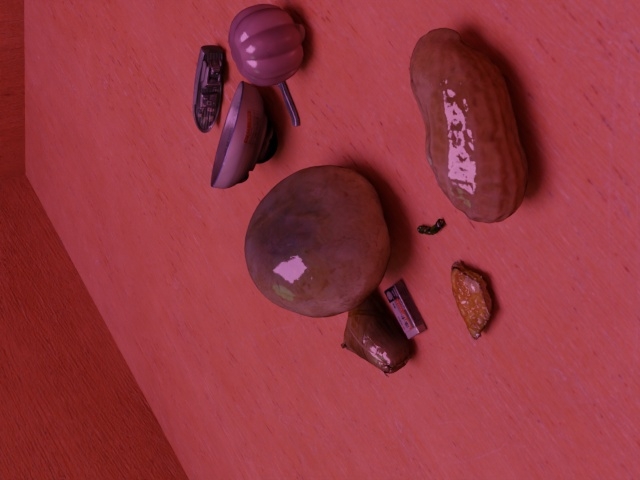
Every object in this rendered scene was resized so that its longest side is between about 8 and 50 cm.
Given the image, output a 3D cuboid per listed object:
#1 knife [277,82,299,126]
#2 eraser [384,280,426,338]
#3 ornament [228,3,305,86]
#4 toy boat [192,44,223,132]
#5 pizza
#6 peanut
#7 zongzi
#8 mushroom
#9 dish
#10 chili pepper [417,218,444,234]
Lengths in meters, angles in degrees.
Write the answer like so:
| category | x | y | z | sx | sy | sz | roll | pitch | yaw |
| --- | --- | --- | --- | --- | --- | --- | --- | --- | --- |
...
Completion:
| category | x | y | z | sx | sy | sz | roll | pitch | yaw |
| --- | --- | --- | --- | --- | --- | --- | --- | --- | --- |
| knife | -0.092 | -0.369 | 1.951 | 0.028 | 0.015 | 0.210 | -19 | 92 | 65 |
| eraser | 0.186 | 0.153 | 1.812 | 0.122 | 0.029 | 0.052 | 63 | 149 | 10 |
| ornament | -0.114 | -0.435 | 1.823 | 0.177 | 0.177 | 0.177 | 35 | 136 | 43 |
| toy boat | -0.301 | -0.396 | 2.202 | 0.260 | 0.078 | 0.085 | 104 | 150 | -41 |
| pizza | 0.300 | 0.115 | 1.603 | 0.099 | 0.036 | 0.160 | -15 | 96 | 60 |
| peanut | 0.252 | -0.195 | 1.384 | 0.174 | 0.158 | 0.340 | -116 | 14 | -83 |
| zongzi | 0.128 | 0.188 | 1.870 | 0.194 | 0.099 | 0.197 | 30 | 125 | 47 |
| mushroom | 0.000 | 0.000 | 1.786 | 0.352 | 0.260 | 0.352 | -13 | 68 | 35 |
| dish | -0.173 | -0.244 | 2.040 | 0.273 | 0.134 | 0.273 | -163 | 90 | -76 |
| chili pepper | 0.222 | -0.024 | 1.659 | 0.027 | 0.022 | 0.083 | 40 | 154 | -17 |
